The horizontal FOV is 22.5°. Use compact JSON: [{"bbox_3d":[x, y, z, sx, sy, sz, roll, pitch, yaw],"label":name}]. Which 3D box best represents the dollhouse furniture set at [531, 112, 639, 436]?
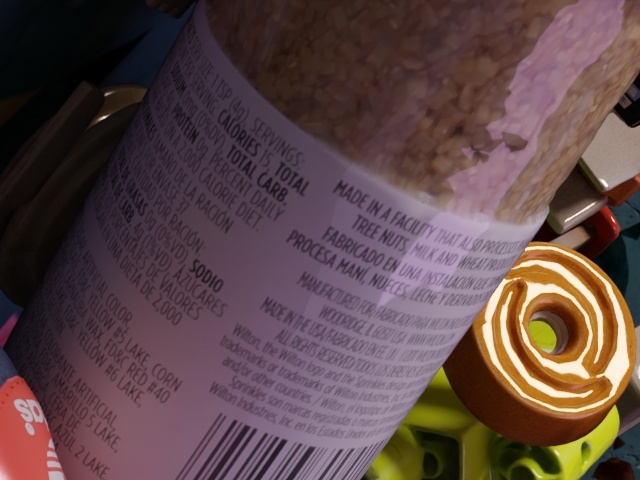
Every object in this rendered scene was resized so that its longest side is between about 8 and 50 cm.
[{"bbox_3d":[0.170,-0.003,1.083,0.135,0.259,0.262,-27,166,-32],"label":"dollhouse furniture set"}]

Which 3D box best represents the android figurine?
[{"bbox_3d":[0.040,0.084,0.896,0.273,0.248,0.056,-27,121,-58],"label":"android figurine"}]

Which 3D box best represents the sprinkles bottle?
[{"bbox_3d":[-0.006,-0.006,0.470,0.355,0.121,0.121,-57,167,24],"label":"sprinkles bottle"}]

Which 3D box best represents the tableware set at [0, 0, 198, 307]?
[{"bbox_3d":[-0.046,-0.061,0.524,0.194,0.039,0.128,-51,159,8],"label":"tableware set"}]

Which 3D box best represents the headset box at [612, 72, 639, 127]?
[{"bbox_3d":[0.216,-0.207,0.652,0.283,0.131,0.246,-43,178,-12],"label":"headset box"}]

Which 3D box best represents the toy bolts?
[{"bbox_3d":[0.018,0.032,0.810,0.228,0.218,0.158,-19,166,-28],"label":"toy bolts"}]

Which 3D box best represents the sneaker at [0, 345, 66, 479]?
[{"bbox_3d":[-0.204,0.143,0.381,0.350,0.148,0.131,-42,172,-9],"label":"sneaker"}]
